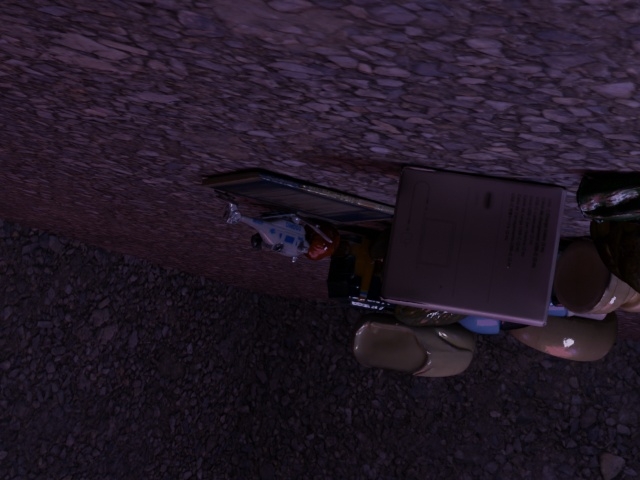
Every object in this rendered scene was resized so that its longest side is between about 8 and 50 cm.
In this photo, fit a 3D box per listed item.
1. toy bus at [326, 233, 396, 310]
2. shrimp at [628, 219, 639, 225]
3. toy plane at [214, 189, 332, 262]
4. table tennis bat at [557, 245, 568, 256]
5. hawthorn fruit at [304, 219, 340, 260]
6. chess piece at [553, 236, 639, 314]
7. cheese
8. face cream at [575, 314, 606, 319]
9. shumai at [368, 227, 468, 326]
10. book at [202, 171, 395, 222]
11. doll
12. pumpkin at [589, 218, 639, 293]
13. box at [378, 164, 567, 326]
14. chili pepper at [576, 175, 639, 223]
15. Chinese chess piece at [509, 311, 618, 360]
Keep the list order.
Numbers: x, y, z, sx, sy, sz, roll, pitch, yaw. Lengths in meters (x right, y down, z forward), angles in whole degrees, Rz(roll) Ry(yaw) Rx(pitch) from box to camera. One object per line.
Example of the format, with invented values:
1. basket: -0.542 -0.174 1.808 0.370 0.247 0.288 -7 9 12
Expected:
1. toy bus: 0.158 0.079 2.384 0.275 0.167 0.138 13 173 -20
2. shrimp: 0.529 -0.038 1.503 0.217 0.051 0.150 1 164 27
3. toy plane: -0.099 -0.020 2.168 0.182 0.107 0.273 21 -177 19
4. table tennis bat: 0.445 0.019 2.076 0.149 0.038 0.237 6 176 37
5. hawthorn fruit: 0.000 0.000 2.324 0.093 0.093 0.093 10 173 1
6. chess piece: 0.573 0.078 2.018 0.260 0.143 0.142 9 174 -31
7. cheese: 0.202 0.230 2.417 0.266 0.127 0.233 6 179 33
8. face cream: 0.500 0.113 2.490 0.311 0.092 0.092 11 173 -1
9. shumai: 0.240 0.034 2.179 0.271 0.204 0.222 -14 144 -4
10. book: -0.029 -0.079 2.015 0.322 0.018 0.228 14 171 -31
11. doll: 0.405 0.119 2.303 0.314 0.141 0.177 -9 -171 4
12. pumpkin: 0.491 0.034 1.714 0.130 0.149 0.254 -1 171 15
13. box: 0.227 0.010 1.632 0.251 0.203 0.106 8 173 10
14. chili pepper: 0.455 -0.057 1.429 0.227 0.059 0.088 -1 167 42
15. Chinese chess piece: 0.578 0.194 2.612 0.273 0.102 0.273 11 -163 -3
